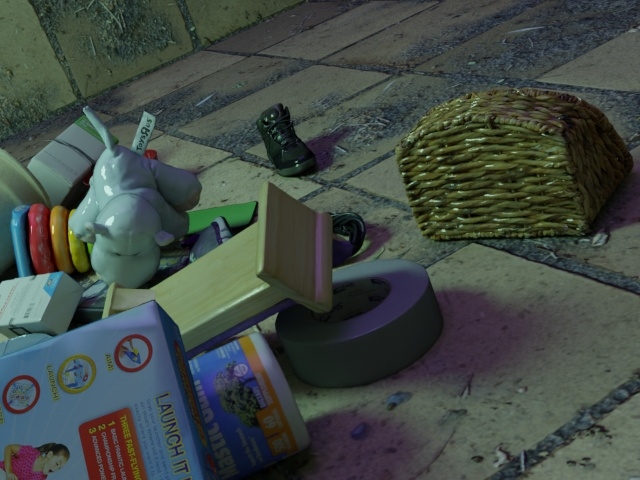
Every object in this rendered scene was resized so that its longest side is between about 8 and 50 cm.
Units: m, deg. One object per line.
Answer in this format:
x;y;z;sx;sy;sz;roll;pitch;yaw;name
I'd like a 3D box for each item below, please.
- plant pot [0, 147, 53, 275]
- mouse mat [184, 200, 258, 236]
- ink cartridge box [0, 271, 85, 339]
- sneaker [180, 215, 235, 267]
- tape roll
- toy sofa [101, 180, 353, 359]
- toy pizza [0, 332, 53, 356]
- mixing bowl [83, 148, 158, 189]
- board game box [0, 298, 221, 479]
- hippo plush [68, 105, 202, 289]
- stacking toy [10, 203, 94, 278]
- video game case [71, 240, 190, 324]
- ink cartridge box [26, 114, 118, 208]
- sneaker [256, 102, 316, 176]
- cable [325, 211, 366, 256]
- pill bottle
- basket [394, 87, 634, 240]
-0.773;0.002;2.126;0.334;0.333;0.305;-7;37;31;plant pot
-0.222;-0.040;2.044;0.190;0.007;0.152;-8;20;6;mouse mat
-0.517;0.121;1.839;0.180;0.060;0.104;-8;51;38;ink cartridge box
-0.172;0.047;1.718;0.098;0.083;0.223;-27;31;-2;sneaker
0.052;0.109;1.396;0.219;0.072;0.219;-19;21;8;tape roll
-0.129;0.089;1.400;0.363;0.177;0.150;-30;42;33;toy sofa
-0.531;0.220;1.715;0.201;0.032;0.201;-17;21;7;toy pizza
-0.441;-0.128;2.365;0.181;0.098;0.181;-19;22;8;mixing bowl
-0.263;0.257;1.068;0.302;0.086;0.308;-20;64;2;board game box
-0.309;-0.043;1.809;0.234;0.294;0.236;4;34;-22;hippo plush
-0.456;-0.004;2.061;0.302;0.165;0.175;-7;12;-4;stacking toy
-0.298;0.073;1.848;0.275;0.035;0.248;-1;29;40;video game case
-0.621;-0.153;2.455;0.198;0.115;0.273;-50;7;30;ink cartridge box
-0.080;-0.216;2.210;0.087;0.130;0.227;-25;24;-6;sneaker
0.000;0.000;1.734;0.151;0.047;0.184;-26;23;-13;cable
-0.163;0.228;1.199;0.272;0.152;0.152;-24;22;-8;pill bottle
0.293;-0.143;1.581;0.299;0.213;0.223;-2;29;39;basket
